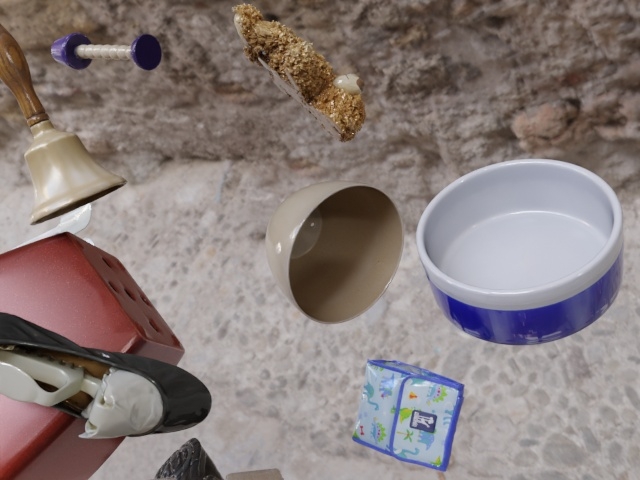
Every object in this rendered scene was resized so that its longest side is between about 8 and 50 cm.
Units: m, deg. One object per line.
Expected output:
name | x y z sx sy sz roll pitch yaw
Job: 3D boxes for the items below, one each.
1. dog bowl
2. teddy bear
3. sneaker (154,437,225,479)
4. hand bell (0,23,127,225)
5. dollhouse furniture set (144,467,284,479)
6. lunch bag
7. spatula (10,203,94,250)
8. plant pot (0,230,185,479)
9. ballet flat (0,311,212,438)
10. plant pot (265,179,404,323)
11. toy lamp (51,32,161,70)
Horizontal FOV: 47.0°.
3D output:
dog bowl | 0.270 0.010 0.998 0.265 0.104 0.264 -13 39 11
teddy bear | -0.035 -0.340 1.431 0.113 0.245 0.338 -46 64 -5
sneaker | -0.200 0.443 1.264 0.109 0.130 0.286 -42 23 -9
hand bell | -0.345 -0.152 0.883 0.126 0.242 0.126 -25 7 3
dollhouse furniture set | -0.204 0.463 0.768 0.394 0.256 0.362 -2 86 -9
lunch bag | 0.132 0.252 1.077 0.151 0.096 0.128 12 90 40
spatula | -0.511 0.045 1.399 0.242 0.019 0.168 -22 73 28
plant pot | -0.340 0.144 0.965 0.236 0.267 0.267 -39 75 -3
ballet flat | -0.256 0.161 0.786 0.096 0.281 0.095 -99 29 -72
plant pot | 0.000 0.000 1.477 0.284 0.284 0.191 -52 41 -9
toy lamp | -0.448 -0.387 1.506 0.275 0.080 0.080 8 63 34
